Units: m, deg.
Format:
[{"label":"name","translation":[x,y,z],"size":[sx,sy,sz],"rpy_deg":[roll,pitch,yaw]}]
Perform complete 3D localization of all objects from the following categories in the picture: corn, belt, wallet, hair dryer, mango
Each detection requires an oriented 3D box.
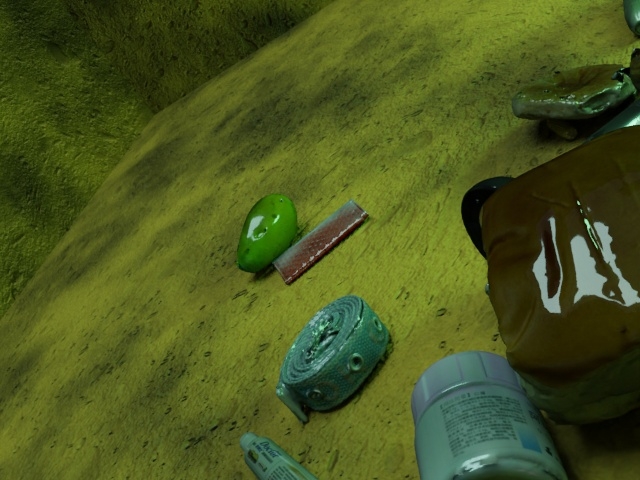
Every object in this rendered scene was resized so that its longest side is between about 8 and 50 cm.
[{"label":"corn","translation":[0.378,-0.181,1.292],"size":[0.027,0.028,0.083],"rpy_deg":[-12,26,-5]},{"label":"belt","translation":[0.017,0.153,1.147],"size":[0.147,0.082,0.163],"rpy_deg":[-31,23,26]},{"label":"wallet","translation":[0.000,0.000,1.522],"size":[0.196,0.020,0.103],"rpy_deg":[-39,23,-2]},{"label":"hair dryer","translation":[0.366,-0.086,0.989],"size":[0.320,0.156,0.284],"rpy_deg":[-36,9,-13]},{"label":"mango","translation":[-0.104,-0.011,1.600],"size":[0.119,0.100,0.178],"rpy_deg":[103,-168,-58]}]

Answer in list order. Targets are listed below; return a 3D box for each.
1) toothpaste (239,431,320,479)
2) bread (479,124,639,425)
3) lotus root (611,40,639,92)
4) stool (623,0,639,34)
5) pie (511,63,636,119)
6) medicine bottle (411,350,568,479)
[{"label":"toothpaste","translation":[-0.045,0.299,1.027],"size":[0.067,0.037,0.255],"rpy_deg":[-39,26,-16]},{"label":"bread","translation":[0.289,0.032,0.787],"size":[0.250,0.225,0.279],"rpy_deg":[-20,35,16]},{"label":"lotus root","translation":[0.513,-0.233,1.082],"size":[0.241,0.123,0.124],"rpy_deg":[28,99,62]},{"label":"stool","translation":[0.560,-0.490,1.384],"size":[0.195,0.195,0.199],"rpy_deg":[-26,28,26]},{"label":"pie","translation":[0.400,-0.233,1.292],"size":[0.195,0.046,0.195],"rpy_deg":[-15,21,6]},{"label":"medicine bottle","translation":[0.156,0.202,0.792],"size":[0.135,0.135,0.168],"rpy_deg":[-32,25,14]}]
